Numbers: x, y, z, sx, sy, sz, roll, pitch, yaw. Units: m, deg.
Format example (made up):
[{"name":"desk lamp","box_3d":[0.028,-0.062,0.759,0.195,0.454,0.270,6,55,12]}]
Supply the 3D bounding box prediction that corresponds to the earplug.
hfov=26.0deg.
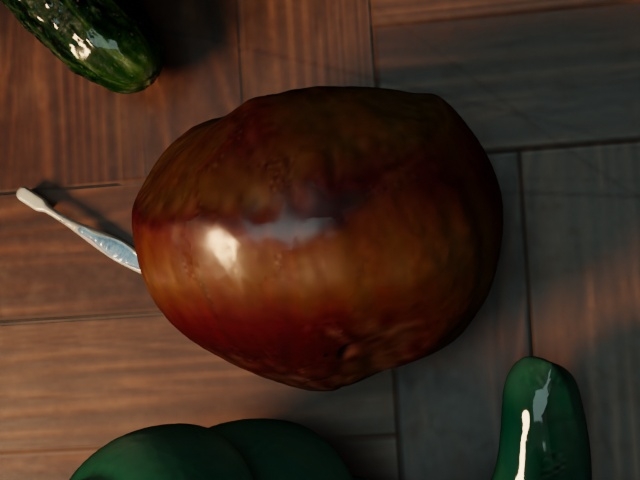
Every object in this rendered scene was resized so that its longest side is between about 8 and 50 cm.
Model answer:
[{"name":"earplug","box_3d":[-0.008,0.165,0.758,0.257,0.280,0.164,-32,55,42]}]

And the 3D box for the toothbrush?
[{"name":"toothbrush","box_3d":[-0.123,0.009,0.864,0.162,0.017,0.014,31,98,11]}]

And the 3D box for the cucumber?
[{"name":"cucumber","box_3d":[-0.184,-0.181,0.864,0.074,0.074,0.241,-43,82,5]}]

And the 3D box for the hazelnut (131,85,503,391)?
[{"name":"hazelnut","box_3d":[0.000,0.000,0.762,0.204,0.178,0.178,-14,83,9]}]
